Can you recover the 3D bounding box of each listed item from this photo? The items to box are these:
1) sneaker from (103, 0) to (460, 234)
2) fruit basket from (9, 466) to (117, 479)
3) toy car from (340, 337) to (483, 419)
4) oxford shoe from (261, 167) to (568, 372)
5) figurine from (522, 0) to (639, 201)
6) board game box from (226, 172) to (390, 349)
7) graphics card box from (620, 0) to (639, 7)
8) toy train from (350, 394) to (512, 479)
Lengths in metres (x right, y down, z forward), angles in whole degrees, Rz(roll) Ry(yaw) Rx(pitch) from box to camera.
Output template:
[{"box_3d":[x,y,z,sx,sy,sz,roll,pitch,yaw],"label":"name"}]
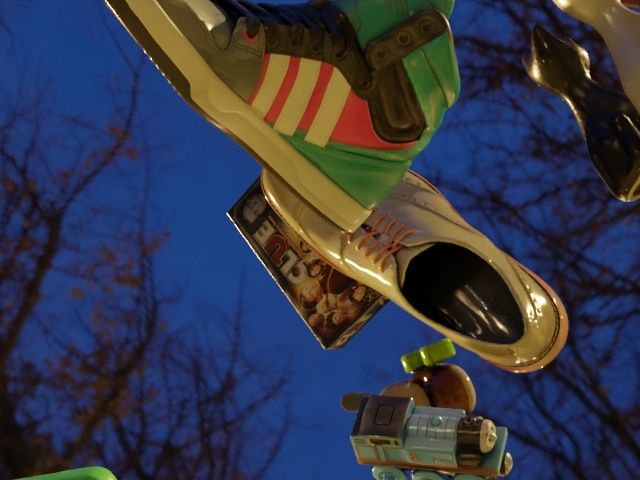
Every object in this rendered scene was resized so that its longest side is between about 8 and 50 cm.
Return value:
[{"box_3d":[-0.005,-0.140,0.935,0.178,0.124,0.295,-45,-45,5],"label":"sneaker"},{"box_3d":[-0.372,0.487,1.827,0.283,0.392,0.392,-9,-40,0],"label":"fruit basket"},{"box_3d":[0.125,0.252,2.091,0.188,0.155,0.149,-19,-7,-22],"label":"toy car"},{"box_3d":[0.089,-0.002,1.522,0.140,0.397,0.146,-60,-20,2],"label":"oxford shoe"},{"box_3d":[0.290,-0.175,1.428,0.092,0.209,0.215,-32,-22,-19],"label":"figurine"},{"box_3d":[0.000,0.000,1.857,0.165,0.243,0.042,-47,-22,26],"label":"board game box"},{"box_3d":[0.355,-0.433,1.852,0.094,0.371,0.232,-12,-66,-53],"label":"graphics card box"},{"box_3d":[0.125,0.234,1.611,0.184,0.080,0.105,2,-42,21],"label":"toy train"}]
